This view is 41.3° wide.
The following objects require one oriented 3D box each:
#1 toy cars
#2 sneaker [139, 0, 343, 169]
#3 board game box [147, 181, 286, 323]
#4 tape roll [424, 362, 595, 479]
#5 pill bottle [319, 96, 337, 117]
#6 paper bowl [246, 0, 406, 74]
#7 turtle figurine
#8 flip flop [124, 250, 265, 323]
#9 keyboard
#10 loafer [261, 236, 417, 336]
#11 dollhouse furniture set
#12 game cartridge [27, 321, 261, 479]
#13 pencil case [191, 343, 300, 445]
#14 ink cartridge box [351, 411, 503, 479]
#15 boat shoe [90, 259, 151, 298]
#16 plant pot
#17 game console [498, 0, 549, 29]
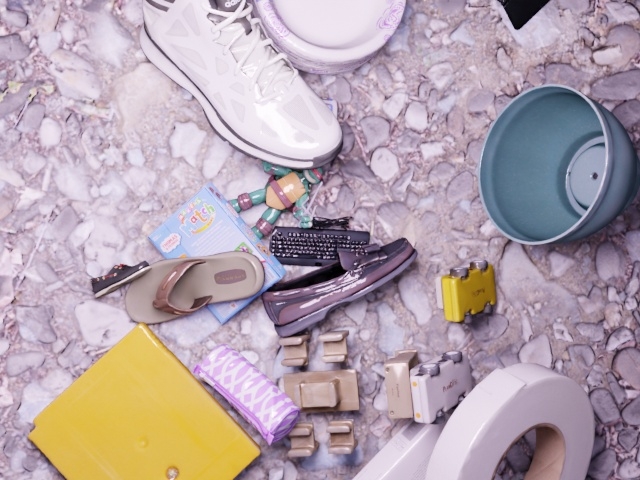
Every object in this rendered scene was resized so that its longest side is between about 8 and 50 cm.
[{"bbox_3d":[0.227,0.175,1.543,0.176,0.087,0.393,56,44,-37],"label":"toy cars"},{"bbox_3d":[-0.138,-0.314,1.423,0.447,0.257,0.169,39,64,12],"label":"sneaker"},{"bbox_3d":[-0.188,0.025,1.534,0.160,0.039,0.211,-38,96,24],"label":"board game box"},{"bbox_3d":[0.348,0.409,1.530,0.392,0.072,0.391,-14,114,-34],"label":"tape roll"},{"bbox_3d":[-0.042,-0.235,1.587,0.137,0.078,0.078,6,87,-9],"label":"pill bottle"},{"bbox_3d":[0.005,-0.447,1.563,0.284,0.148,0.284,1,83,-12],"label":"paper bowl"},{"bbox_3d":[-0.071,-0.085,1.558,0.234,0.118,0.175,-37,78,5],"label":"turtle figurine"},{"bbox_3d":[-0.231,0.086,1.499,0.277,0.080,0.112,-11,102,19],"label":"flip flop"},{"bbox_3d":[0.000,0.000,1.606,0.192,0.038,0.100,2,87,-10],"label":"keyboard"},{"bbox_3d":[0.034,0.066,1.565,0.303,0.109,0.095,-30,101,-4],"label":"loafer"},{"bbox_3d":[0.057,0.273,1.576,0.242,0.161,0.212,-6,88,12],"label":"dollhouse furniture set"},{"bbox_3d":[-0.317,0.357,1.524,0.285,0.053,0.323,-42,92,-4],"label":"game cartridge"},{"bbox_3d":[-0.131,0.269,1.507,0.206,0.088,0.086,35,119,24],"label":"pencil case"},{"bbox_3d":[0.186,0.491,1.602,0.296,0.066,0.261,-44,118,-8],"label":"ink cartridge box"},{"bbox_3d":[-0.358,0.062,1.513,0.133,0.049,0.042,-24,85,28],"label":"boat shoe"},{"bbox_3d":[0.470,-0.129,1.587,0.196,0.293,0.292,7,86,-35],"label":"plant pot"},{"bbox_3d":[0.395,-0.505,1.705,0.122,0.071,0.107,-44,65,-9],"label":"game console"}]
